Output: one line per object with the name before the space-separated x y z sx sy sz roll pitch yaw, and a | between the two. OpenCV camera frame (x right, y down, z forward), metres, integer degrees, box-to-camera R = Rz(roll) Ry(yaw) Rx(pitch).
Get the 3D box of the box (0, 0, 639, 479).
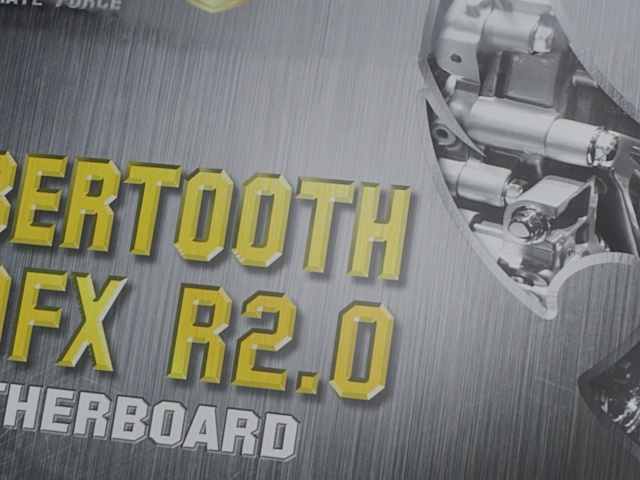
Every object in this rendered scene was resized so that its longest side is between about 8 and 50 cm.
box | 0.000 0.000 0.447 0.231 0.183 0.056 6 -13 13
